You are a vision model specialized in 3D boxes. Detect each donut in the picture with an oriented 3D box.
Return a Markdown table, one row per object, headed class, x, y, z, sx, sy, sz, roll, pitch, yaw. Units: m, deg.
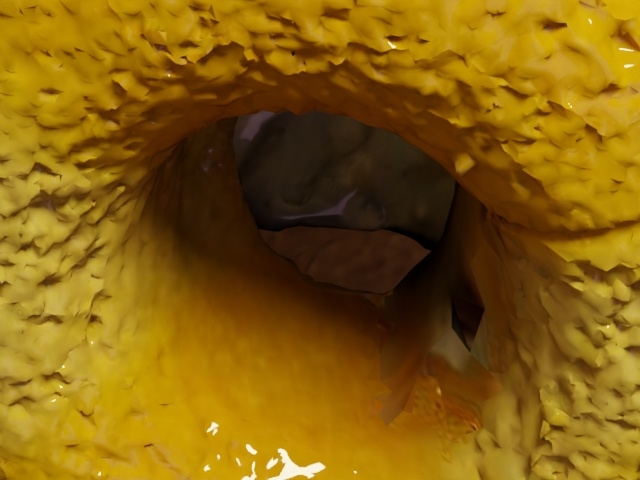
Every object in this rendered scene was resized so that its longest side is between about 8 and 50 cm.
| class | x | y | z | sx | sy | sz | roll | pitch | yaw |
| --- | --- | --- | --- | --- | --- | --- | --- | --- | --- |
| donut | 0.000 | 0.000 | 0.446 | 0.303 | 0.110 | 0.303 | 5 | 124 | 7 |

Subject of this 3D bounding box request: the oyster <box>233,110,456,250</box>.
| class | x | y | z | sx | sy | sz | roll | pitch | yaw |
| --- | --- | --- | --- | --- | --- | --- | --- | --- | --- |
| oyster | 0.049 | -0.094 | 0.485 | 0.223 | 0.083 | 0.214 | 0 | 118 | 2 |
